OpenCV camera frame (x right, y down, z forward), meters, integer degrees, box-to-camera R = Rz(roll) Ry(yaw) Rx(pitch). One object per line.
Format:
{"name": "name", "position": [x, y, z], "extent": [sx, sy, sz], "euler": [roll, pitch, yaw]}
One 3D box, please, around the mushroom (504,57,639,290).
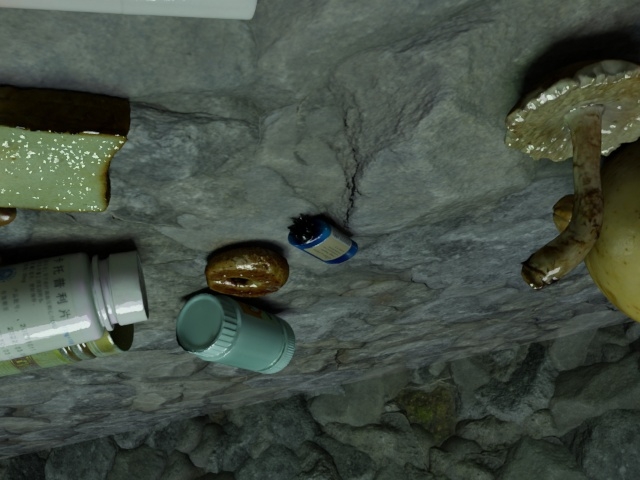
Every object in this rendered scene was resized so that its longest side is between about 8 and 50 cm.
{"name": "mushroom", "position": [0.390, -0.106, 0.916], "extent": [0.232, 0.302, 0.208], "euler": [-6, -167, 23]}

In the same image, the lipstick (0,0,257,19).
{"name": "lipstick", "position": [-0.223, -0.251, 0.566], "extent": [0.326, 0.087, 0.087], "euler": [-2, 155, -16]}

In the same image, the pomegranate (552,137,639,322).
{"name": "pomegranate", "position": [0.612, -0.020, 1.101], "extent": [0.409, 0.410, 0.410], "euler": [-8, 156, -4]}

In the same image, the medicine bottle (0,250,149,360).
{"name": "medicine bottle", "position": [-0.472, 0.112, 1.158], "extent": [0.292, 0.170, 0.170], "euler": [-10, 157, -14]}

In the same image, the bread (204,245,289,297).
{"name": "bread", "position": [-0.154, 0.065, 1.330], "extent": [0.193, 0.064, 0.193], "euler": [-3, 155, -1]}

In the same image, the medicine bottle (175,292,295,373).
{"name": "medicine bottle", "position": [-0.203, 0.231, 1.556], "extent": [0.158, 0.158, 0.318], "euler": [-20, 155, 20]}

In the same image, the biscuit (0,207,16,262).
{"name": "biscuit", "position": [-0.584, -0.012, 1.001], "extent": [0.164, 0.047, 0.208], "euler": [2, 152, -33]}

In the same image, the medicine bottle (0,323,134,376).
{"name": "medicine bottle", "position": [-0.573, 0.190, 1.323], "extent": [0.322, 0.151, 0.151], "euler": [-11, 156, 3]}

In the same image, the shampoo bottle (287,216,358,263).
{"name": "shampoo bottle", "position": [0.000, 0.000, 1.255], "extent": [0.087, 0.050, 0.183], "euler": [-18, 155, 24]}

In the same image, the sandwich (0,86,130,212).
{"name": "sandwich", "position": [-0.360, -0.112, 0.847], "extent": [0.186, 0.065, 0.215], "euler": [1, 154, -23]}
